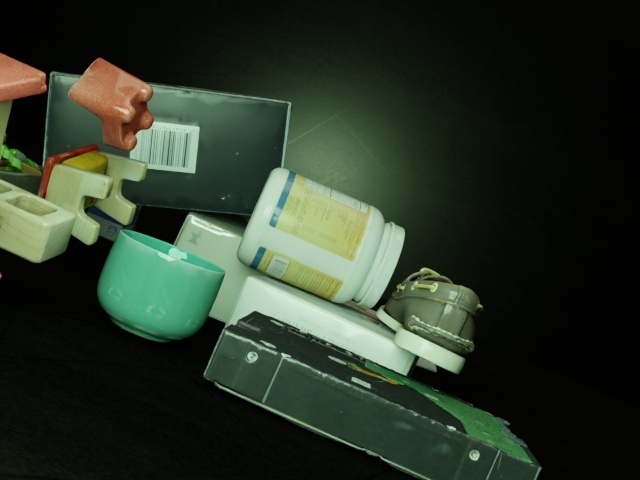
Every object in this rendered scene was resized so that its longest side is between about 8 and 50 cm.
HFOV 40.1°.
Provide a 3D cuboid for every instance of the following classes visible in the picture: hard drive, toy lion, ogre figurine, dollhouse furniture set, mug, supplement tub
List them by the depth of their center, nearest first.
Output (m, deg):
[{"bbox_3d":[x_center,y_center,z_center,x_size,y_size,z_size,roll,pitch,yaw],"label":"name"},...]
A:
[{"bbox_3d":[-0.292,-0.090,0.798,0.152,0.201,0.374,24,19,7],"label":"dollhouse furniture set"},{"bbox_3d":[0.054,0.177,0.958,0.339,0.064,0.237,22,2,2],"label":"hard drive"},{"bbox_3d":[-0.181,0.057,1.001,0.129,0.097,0.158,23,1,16],"label":"mug"},{"bbox_3d":[0.000,0.000,1.204,0.200,0.144,0.144,23,2,-6],"label":"supplement tub"},{"bbox_3d":[-0.499,-0.121,1.335,0.100,0.034,0.096,17,-24,-40],"label":"toy lion"},{"bbox_3d":[-0.687,-0.177,1.858,0.197,0.097,0.118,38,-18,-4],"label":"ogre figurine"}]

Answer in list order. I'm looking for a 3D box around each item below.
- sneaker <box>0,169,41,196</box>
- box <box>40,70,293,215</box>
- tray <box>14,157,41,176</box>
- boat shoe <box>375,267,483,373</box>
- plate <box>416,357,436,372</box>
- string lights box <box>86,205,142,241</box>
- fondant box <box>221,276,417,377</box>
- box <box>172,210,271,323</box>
[{"bbox_3d":[-0.500,-0.080,1.326,0.118,0.083,0.222,16,-5,16],"label":"sneaker"},{"bbox_3d":[-0.246,-0.157,1.385,0.343,0.179,0.312,5,10,-13],"label":"box"},{"bbox_3d":[-0.664,-0.152,1.595,0.411,0.076,0.203,23,2,33],"label":"tray"},{"bbox_3d":[0.144,0.091,1.139,0.117,0.096,0.324,25,2,1],"label":"boat shoe"},{"bbox_3d":[0.084,0.176,1.802,0.278,0.045,0.277,22,2,-13],"label":"plate"},{"bbox_3d":[-0.368,-0.132,1.701,0.077,0.259,0.133,23,2,-2],"label":"string lights box"},{"bbox_3d":[0.022,0.138,1.253,0.238,0.096,0.330,24,3,10],"label":"fondant box"},{"bbox_3d":[-0.159,0.029,1.370,0.149,0.126,0.232,25,7,-8],"label":"box"}]
